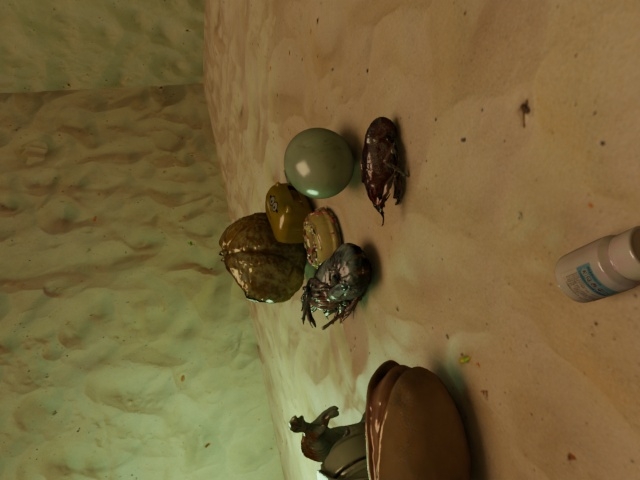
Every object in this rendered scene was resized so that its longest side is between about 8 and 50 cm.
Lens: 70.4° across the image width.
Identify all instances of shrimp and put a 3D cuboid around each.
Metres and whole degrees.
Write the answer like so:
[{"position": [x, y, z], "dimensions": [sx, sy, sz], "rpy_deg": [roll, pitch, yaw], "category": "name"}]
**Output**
[{"position": [0.109, -0.120, 0.804], "dimensions": [0.075, 0.073, 0.190], "rpy_deg": [-174, 80, -76], "category": "shrimp"}, {"position": [0.009, 0.131, 1.072], "dimensions": [0.137, 0.172, 0.372], "rpy_deg": [63, 149, 29], "category": "shrimp"}]

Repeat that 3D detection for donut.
[{"position": [0.000, 0.000, 1.193], "dimensions": [0.174, 0.068, 0.174], "rpy_deg": [170, 90, -71], "category": "donut"}]

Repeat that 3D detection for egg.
[{"position": [-0.005, -0.169, 0.989], "dimensions": [0.192, 0.149, 0.149], "rpy_deg": [-118, 25, -61], "category": "egg"}]

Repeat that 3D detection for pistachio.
[{"position": [0.150, 0.347, 0.734], "dimensions": [0.162, 0.182, 0.293], "rpy_deg": [-3, 90, 56], "category": "pistachio"}]

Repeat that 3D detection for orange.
[{"position": [-0.162, 0.033, 1.444], "dimensions": [0.210, 0.271, 0.368], "rpy_deg": [-53, 32, 11], "category": "orange"}]

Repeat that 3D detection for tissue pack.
[{"position": [-0.090, -0.087, 1.331], "dimensions": [0.127, 0.123, 0.178], "rpy_deg": [110, 147, -41], "category": "tissue pack"}]

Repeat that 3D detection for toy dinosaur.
[{"position": [0.061, 0.490, 1.110], "dimensions": [0.092, 0.205, 0.393], "rpy_deg": [46, 161, 50], "category": "toy dinosaur"}]

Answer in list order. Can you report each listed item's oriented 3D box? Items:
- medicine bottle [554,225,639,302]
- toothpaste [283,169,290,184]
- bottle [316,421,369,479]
[{"position": [0.267, 0.024, 0.420], "dimensions": [0.089, 0.052, 0.052], "rpy_deg": [123, 134, -64], "category": "medicine bottle"}, {"position": [-0.090, -0.218, 1.409], "dimensions": [0.216, 0.037, 0.062], "rpy_deg": [150, 109, -75], "category": "toothpaste"}, {"position": [0.121, 0.522, 0.888], "dimensions": [0.351, 0.229, 0.229], "rpy_deg": [-119, 26, -53], "category": "bottle"}]
